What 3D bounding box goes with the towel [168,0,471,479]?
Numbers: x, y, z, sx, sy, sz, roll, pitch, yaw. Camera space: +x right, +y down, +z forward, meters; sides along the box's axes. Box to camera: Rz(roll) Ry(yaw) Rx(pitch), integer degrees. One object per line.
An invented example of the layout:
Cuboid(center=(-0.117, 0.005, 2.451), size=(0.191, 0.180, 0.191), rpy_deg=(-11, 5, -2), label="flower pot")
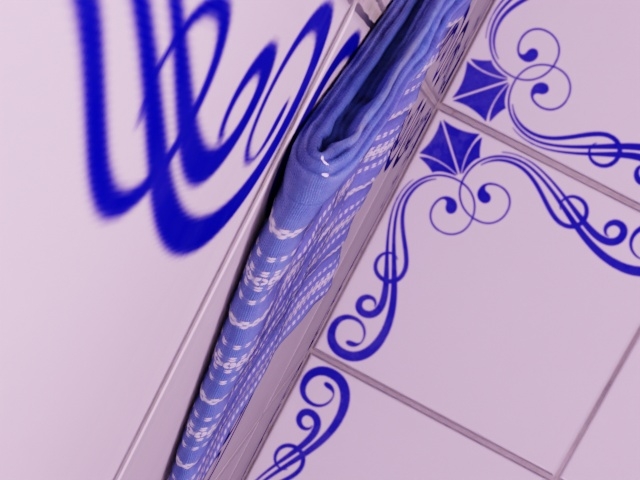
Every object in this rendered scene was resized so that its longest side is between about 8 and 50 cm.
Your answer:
Cuboid(center=(0.000, 0.000, 0.657), size=(0.243, 0.040, 0.336), rpy_deg=(-57, 174, -43), label="towel")
